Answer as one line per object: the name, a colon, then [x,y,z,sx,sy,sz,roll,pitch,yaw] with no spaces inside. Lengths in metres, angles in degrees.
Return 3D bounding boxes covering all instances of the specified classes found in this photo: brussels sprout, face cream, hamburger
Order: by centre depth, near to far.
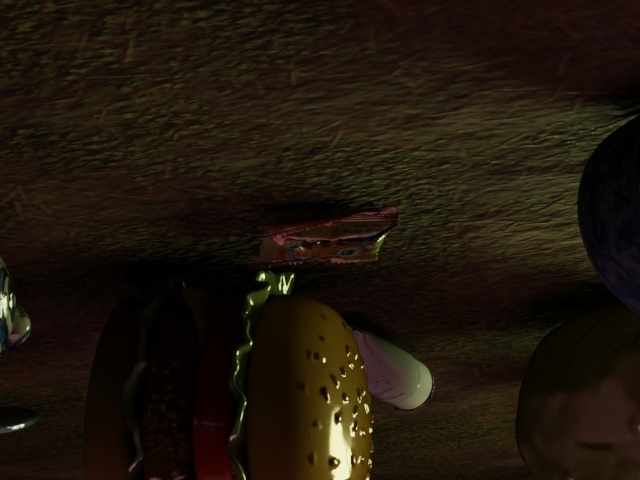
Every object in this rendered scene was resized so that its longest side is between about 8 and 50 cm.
hamburger: [-0.062,0.160,1.526,0.212,0.275,0.274,-1,167,13]
brussels sprout: [0.331,0.177,1.788,0.273,0.243,0.316,-20,160,28]
face cream: [0.048,0.123,1.863,0.092,0.058,0.243,-7,160,25]

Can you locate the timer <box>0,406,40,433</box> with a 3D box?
timer: [-0.386,0.134,1.614,0.255,0.175,0.175,-29,-178,-36]

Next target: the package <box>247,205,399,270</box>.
package: [0.000,-0.001,1.401,0.108,0.031,0.121,-3,166,-7]

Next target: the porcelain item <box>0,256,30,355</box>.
porcelain item: [-0.318,0.114,1.279,0.138,0.288,0.186,33,-163,8]

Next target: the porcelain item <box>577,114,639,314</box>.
porcelain item: [0.255,-0.024,1.171,0.147,0.147,0.114,2,165,-27]
